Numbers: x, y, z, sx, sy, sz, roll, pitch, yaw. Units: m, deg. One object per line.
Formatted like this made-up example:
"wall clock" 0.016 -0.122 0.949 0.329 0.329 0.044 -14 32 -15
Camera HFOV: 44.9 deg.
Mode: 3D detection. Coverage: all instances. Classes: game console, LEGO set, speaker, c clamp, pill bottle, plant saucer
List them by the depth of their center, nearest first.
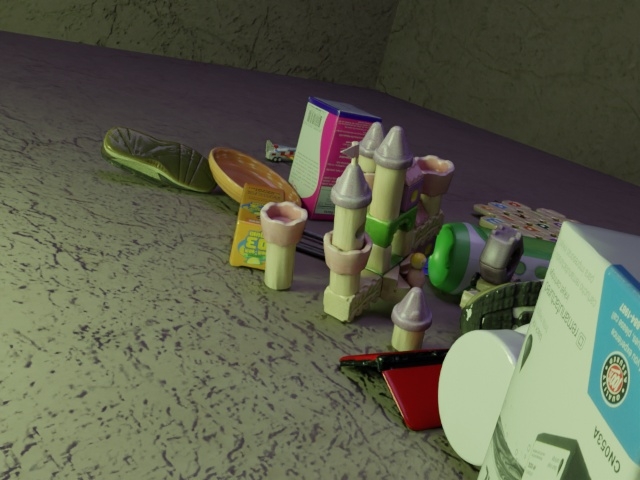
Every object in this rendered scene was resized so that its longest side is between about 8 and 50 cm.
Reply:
"pill bottle" 0.280 0.169 0.827 0.283 0.160 0.160 7 19 -25
"game console" 0.113 0.174 0.921 0.144 0.085 0.124 2 -10 -37
"speaker" 0.339 0.051 1.309 0.297 0.131 0.131 11 18 -13
"c clamp" 0.000 0.000 1.353 0.161 0.022 0.137 21 18 20
"plant saucer" -0.128 -0.105 1.470 0.200 0.037 0.200 30 20 -12
"LEGO set" -0.042 -0.222 1.960 0.183 0.060 0.244 11 18 -1

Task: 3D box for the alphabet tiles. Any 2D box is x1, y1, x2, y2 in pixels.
"alphabet tiles" 0.517 -0.035 1.859 0.284 0.021 0.278 -9 29 -40

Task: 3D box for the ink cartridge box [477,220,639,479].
"ink cartridge box" 0.200 0.170 0.513 0.129 0.307 0.223 12 18 -3

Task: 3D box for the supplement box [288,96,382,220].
"supplement box" 0.021 -0.158 1.532 0.114 0.219 0.111 4 21 -36

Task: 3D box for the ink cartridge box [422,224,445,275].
"ink cartridge box" 0.191 0.010 1.447 0.206 0.045 0.208 8 20 -23

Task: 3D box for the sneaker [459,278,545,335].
"sneaker" 0.341 0.131 1.102 0.411 0.157 0.182 8 -1 -29

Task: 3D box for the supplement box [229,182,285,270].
"supplement box" -0.098 -0.025 1.256 0.078 0.080 0.233 11 20 -7

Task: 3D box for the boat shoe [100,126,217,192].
"boat shoe" -0.303 -0.144 1.457 0.224 0.080 0.073 21 -28 -24

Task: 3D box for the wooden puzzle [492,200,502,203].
"wooden puzzle" 0.484 -0.093 2.077 0.049 0.006 0.083 21 18 19

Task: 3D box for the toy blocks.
"toy blocks" 0.115 -0.044 1.083 0.309 0.260 0.289 26 36 28
